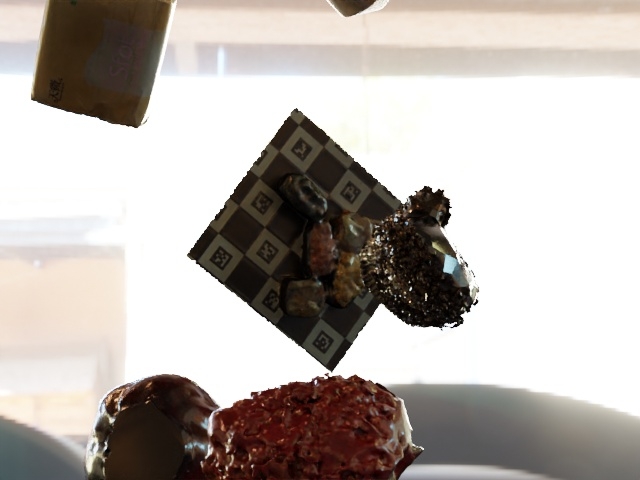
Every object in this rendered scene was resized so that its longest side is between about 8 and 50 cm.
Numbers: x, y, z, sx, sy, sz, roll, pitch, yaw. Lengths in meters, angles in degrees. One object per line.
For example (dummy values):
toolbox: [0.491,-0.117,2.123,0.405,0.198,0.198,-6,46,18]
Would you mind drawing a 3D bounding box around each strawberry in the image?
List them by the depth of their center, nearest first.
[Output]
strawberry: [-0.014,0.212,1.151,0.201,0.184,0.187,19,-23,-3]

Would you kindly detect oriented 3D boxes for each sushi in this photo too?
sushi: [0.000,0.000,2.148,0.359,0.343,0.064,41,-16,-17]

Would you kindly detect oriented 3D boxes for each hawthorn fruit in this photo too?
hawthorn fruit: [-0.203,0.296,1.653,0.215,0.215,0.249,-5,-28,34]

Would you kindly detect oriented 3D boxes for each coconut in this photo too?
coconut: [0.056,-0.394,1.794,0.116,0.116,0.122,-9,-43,48]

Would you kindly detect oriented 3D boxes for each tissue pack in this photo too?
tissue pack: [-0.323,-0.290,1.789,0.186,0.222,0.090,16,26,-7]

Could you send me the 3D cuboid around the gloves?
gloves: [0.148,0.037,1.768,0.135,0.210,0.312,-26,0,-9]
